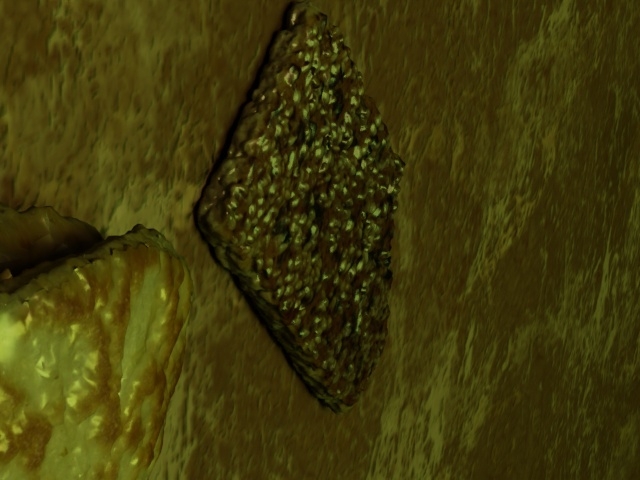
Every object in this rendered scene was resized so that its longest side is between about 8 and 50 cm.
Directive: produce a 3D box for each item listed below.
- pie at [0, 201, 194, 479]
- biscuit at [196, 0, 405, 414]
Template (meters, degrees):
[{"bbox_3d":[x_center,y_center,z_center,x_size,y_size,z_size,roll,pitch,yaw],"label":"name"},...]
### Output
[{"bbox_3d":[-0.113,0.077,0.636,0.205,0.084,0.179,-18,120,-64],"label":"pie"},{"bbox_3d":[0.006,-0.007,0.916,0.131,0.026,0.237,-65,152,-20],"label":"biscuit"}]
